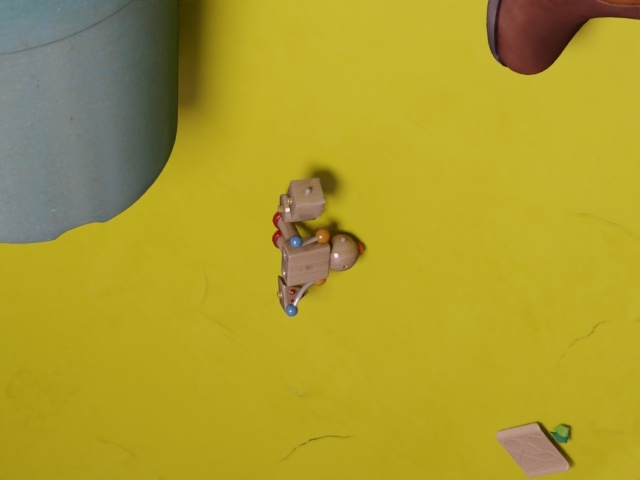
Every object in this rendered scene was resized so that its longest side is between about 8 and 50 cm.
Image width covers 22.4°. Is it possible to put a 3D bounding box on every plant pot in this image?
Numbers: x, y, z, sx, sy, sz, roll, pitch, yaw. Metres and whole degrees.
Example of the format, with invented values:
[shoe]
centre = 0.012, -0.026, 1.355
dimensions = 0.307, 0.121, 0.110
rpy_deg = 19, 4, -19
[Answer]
[plant pot]
centre = -0.252, -0.195, 1.283
dimensions = 0.341, 0.341, 0.334
rpy_deg = 17, 144, 13

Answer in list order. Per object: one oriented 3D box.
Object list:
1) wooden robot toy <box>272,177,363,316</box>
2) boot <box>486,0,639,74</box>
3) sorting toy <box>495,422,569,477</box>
[wooden robot toy]
centre = 0.000, 0.000, 1.518
dimensions = 0.079, 0.076, 0.173
rpy_deg = -7, 136, -12
[boot]
centre = 0.263, -0.140, 1.128
dimensions = 0.280, 0.096, 0.264
rpy_deg = 50, 129, 21
[sorting toy]
centre = 0.222, 0.206, 1.613
dimensions = 0.083, 0.012, 0.062
rpy_deg = -20, 114, 44
